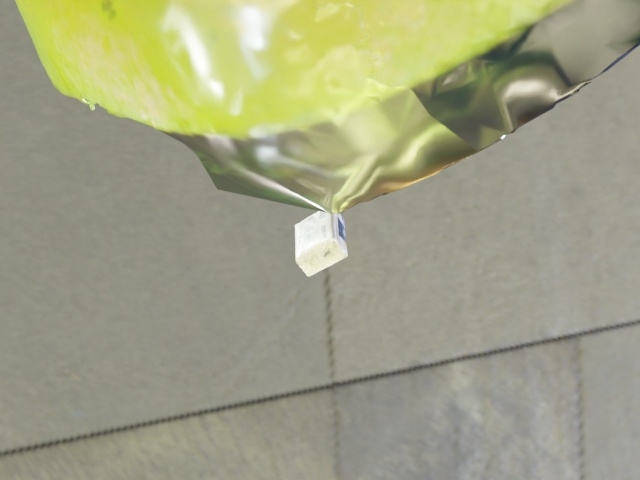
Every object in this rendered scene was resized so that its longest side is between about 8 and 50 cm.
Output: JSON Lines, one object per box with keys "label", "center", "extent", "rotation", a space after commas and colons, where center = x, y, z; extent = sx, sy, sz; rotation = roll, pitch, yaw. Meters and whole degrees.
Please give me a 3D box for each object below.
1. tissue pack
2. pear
{"label": "tissue pack", "center": [0.000, 0.000, 1.900], "extent": [0.062, 0.083, 0.042], "rotation": [-28, 118, 15]}
{"label": "pear", "center": [-0.004, -0.220, 0.665], "extent": [0.399, 0.399, 0.165], "rotation": [-54, 131, -12]}
